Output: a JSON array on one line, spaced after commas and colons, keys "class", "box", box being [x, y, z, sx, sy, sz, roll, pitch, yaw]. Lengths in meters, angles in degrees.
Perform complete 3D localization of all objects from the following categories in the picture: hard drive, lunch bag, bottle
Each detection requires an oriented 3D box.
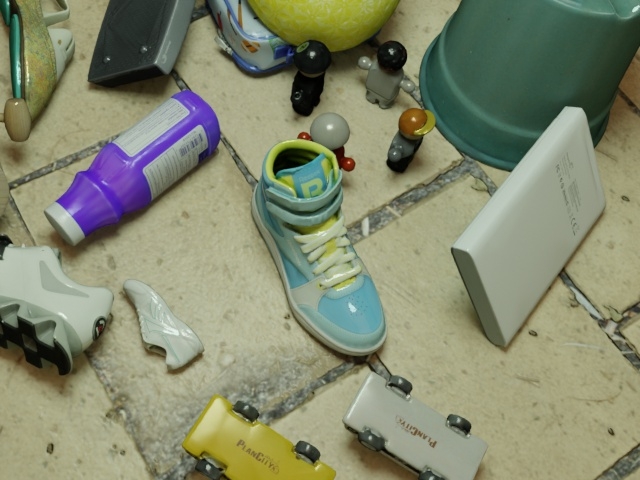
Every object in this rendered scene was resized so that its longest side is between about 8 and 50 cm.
[{"class": "hard drive", "box": [-0.281, -0.370, 1.266, 0.171, 0.054, 0.255, -5, 64, 32]}, {"class": "lunch bag", "box": [-0.047, -0.414, 1.327, 0.303, 0.115, 0.243, -22, 71, -17]}, {"class": "hard drive", "box": [0.316, -0.022, 1.135, 0.040, 0.203, 0.307, 18, 56, 45]}, {"class": "bottle", "box": [-0.276, -0.105, 1.147, 0.092, 0.118, 0.283, 42, 68, 13]}]

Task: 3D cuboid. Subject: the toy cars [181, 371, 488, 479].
[{"class": "toy cars", "box": [0.019, 0.274, 1.016, 0.393, 0.087, 0.177, -6, 70, -12]}]

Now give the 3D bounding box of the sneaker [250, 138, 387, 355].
[{"class": "sneaker", "box": [0.000, 0.000, 1.075, 0.127, 0.208, 0.319, -27, 70, -19]}]

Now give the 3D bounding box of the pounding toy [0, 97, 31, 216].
[{"class": "pounding toy", "box": [-0.542, -0.103, 1.111, 0.269, 0.154, 0.155, -18, 28, -21]}]

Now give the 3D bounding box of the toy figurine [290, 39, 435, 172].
[{"class": "toy figurine", "box": [0.060, -0.210, 1.217, 0.209, 0.148, 0.213, -7, 65, -9]}]

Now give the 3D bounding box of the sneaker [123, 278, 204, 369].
[{"class": "sneaker", "box": [-0.232, 0.115, 1.080, 0.061, 0.054, 0.152, -41, 75, -19]}]

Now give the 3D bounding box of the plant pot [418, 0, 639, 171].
[{"class": "plant pot", "box": [0.353, -0.335, 1.207, 0.340, 0.334, 0.341, 2, 64, -4]}]

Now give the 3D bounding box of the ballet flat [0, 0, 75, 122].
[{"class": "ballet flat", "box": [-0.459, -0.346, 1.254, 0.123, 0.123, 0.349, -14, 66, -13]}]

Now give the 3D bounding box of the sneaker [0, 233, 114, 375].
[{"class": "sneaker", "box": [-0.437, 0.054, 1.066, 0.330, 0.123, 0.146, 27, 46, 8]}]

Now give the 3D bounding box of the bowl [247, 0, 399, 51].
[{"class": "bowl", "box": [0.028, -0.444, 1.176, 0.289, 0.156, 0.290, -2, 95, -22]}]
